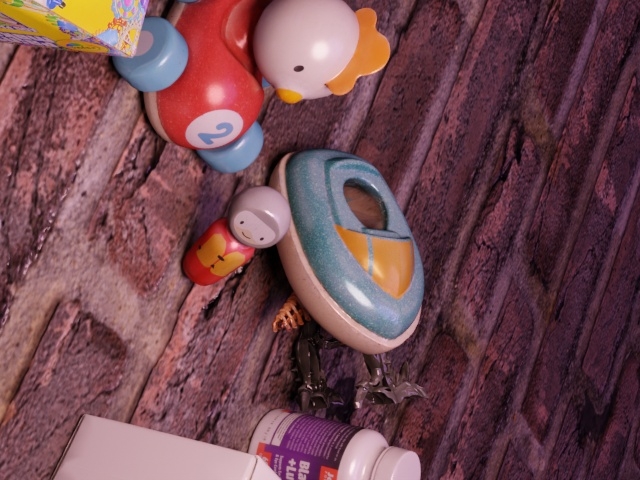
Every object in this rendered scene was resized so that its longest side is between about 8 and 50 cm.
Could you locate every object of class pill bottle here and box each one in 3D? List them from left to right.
[{"bbox_3d":[0.018,0.273,1.940,0.108,0.194,0.108,-25,119,-56],"label":"pill bottle"}]

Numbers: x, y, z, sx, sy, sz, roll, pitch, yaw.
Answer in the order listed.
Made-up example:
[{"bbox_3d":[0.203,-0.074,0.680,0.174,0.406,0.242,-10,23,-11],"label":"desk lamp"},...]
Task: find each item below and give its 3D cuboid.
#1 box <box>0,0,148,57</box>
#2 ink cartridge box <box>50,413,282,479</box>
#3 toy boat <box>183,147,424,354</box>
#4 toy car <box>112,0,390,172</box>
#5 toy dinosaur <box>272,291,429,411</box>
[{"bbox_3d":[-0.257,-0.332,1.294,0.279,0.177,0.289,26,75,-59],"label":"box"},{"bbox_3d":[-0.119,0.319,1.685,0.129,0.223,0.307,-67,148,-23],"label":"ink cartridge box"},{"bbox_3d":[0.000,0.000,1.813,0.318,0.148,0.267,1,58,-45],"label":"toy boat"},{"bbox_3d":[-0.046,-0.184,1.645,0.219,0.238,0.210,47,59,-54],"label":"toy car"},{"bbox_3d":[0.023,0.098,1.995,0.322,0.164,0.218,-3,87,-42],"label":"toy dinosaur"}]
